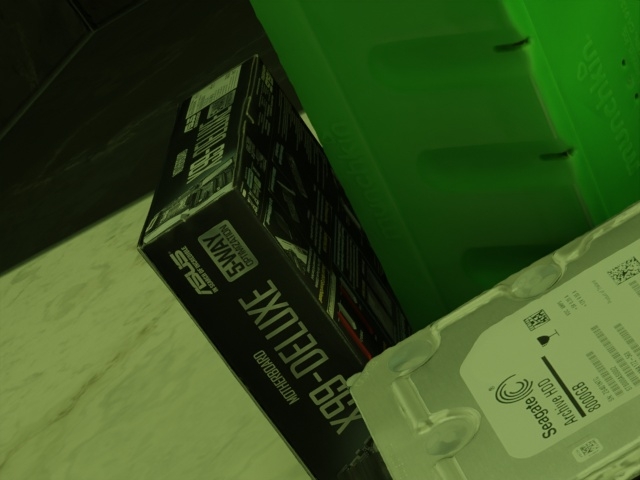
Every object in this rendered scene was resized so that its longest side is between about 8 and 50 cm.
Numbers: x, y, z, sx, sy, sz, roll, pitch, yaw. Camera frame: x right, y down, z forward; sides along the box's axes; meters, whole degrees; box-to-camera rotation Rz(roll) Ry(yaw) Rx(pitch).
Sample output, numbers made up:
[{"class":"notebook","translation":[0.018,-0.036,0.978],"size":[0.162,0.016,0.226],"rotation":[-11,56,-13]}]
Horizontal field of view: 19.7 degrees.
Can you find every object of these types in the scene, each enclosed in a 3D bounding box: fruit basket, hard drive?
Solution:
[{"class":"fruit basket","translation":[0.081,-0.126,1.275],"size":[0.283,0.392,0.392],"rotation":[-46,20,-31]},{"class":"hard drive","translation":[0.192,0.059,1.000],"size":[0.339,0.064,0.237],"rotation":[-31,25,2]}]

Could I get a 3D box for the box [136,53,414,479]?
[{"class":"box","translation":[-0.012,0.025,1.266],"size":[0.077,0.242,0.307],"rotation":[-32,18,12]}]
